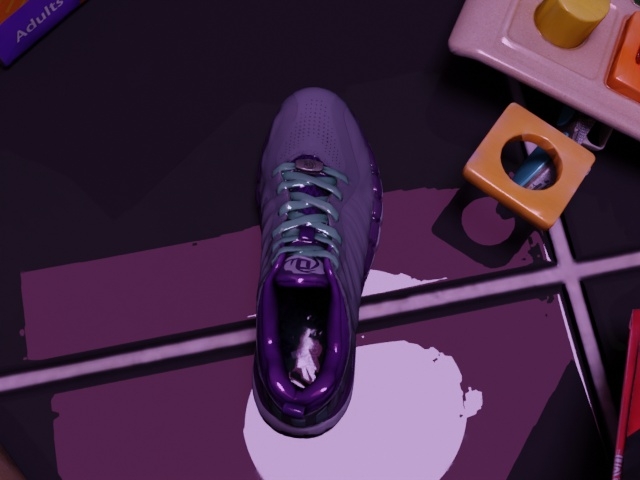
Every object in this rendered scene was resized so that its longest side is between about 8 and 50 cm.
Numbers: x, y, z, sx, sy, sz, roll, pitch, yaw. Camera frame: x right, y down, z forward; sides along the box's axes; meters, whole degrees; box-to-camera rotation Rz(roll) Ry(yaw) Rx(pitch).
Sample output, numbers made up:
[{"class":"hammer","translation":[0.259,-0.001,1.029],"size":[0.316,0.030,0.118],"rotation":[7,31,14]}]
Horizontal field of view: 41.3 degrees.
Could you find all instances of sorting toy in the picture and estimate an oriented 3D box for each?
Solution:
[{"class":"sorting toy","translation":[0.201,-0.156,0.553],"size":[0.196,0.047,0.348],"rotation":[24,65,2]}]

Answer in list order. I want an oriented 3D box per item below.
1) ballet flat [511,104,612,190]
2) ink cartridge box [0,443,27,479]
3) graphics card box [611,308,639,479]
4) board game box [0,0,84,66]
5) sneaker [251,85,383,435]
[{"class":"ballet flat","translation":[0.167,-0.064,0.561],"size":[0.041,0.041,0.114],"rotation":[33,76,8]},{"class":"ink cartridge box","translation":[-0.303,0.123,0.467],"size":[0.193,0.088,0.235],"rotation":[-38,79,-10]},{"class":"graphics card box","translation":[0.315,0.119,0.343],"size":[0.371,0.094,0.233],"rotation":[-9,34,32]},{"class":"board game box","translation":[-0.217,-0.403,0.482],"size":[0.356,0.356,0.356],"rotation":[42,77,10]},{"class":"sneaker","translation":[0.000,0.000,0.505],"size":[0.083,0.098,0.224],"rotation":[1,74,-1]}]
